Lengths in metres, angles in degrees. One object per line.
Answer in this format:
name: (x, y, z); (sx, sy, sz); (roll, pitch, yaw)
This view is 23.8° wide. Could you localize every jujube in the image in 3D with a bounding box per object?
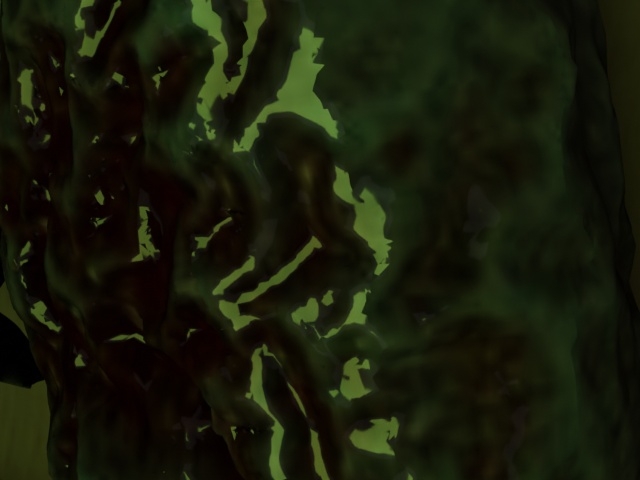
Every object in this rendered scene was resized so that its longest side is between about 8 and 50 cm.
jujube: (0.000, 0.000, 0.525); (0.226, 0.226, 0.317); (-6, 104, 22)

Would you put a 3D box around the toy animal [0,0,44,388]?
toy animal: (-0.156, -0.051, 0.612); (0.166, 0.138, 0.179); (23, 108, -11)
